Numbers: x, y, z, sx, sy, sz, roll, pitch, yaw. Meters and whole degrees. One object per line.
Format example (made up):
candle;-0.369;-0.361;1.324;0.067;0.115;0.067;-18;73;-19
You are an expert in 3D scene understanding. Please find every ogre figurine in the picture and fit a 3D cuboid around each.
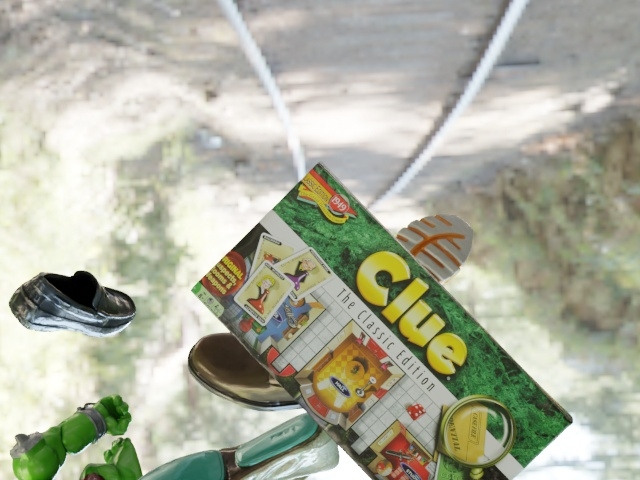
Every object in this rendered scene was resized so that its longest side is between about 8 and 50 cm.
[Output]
ogre figurine;-0.211;0.232;1.213;0.118;0.197;0.097;8;-176;-41

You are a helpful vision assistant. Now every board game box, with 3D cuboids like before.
board game box;0.042;0.081;1.019;0.136;0.260;0.030;-45;174;4

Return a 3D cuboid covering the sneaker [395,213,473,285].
sneaker;0.097;0.055;1.653;0.084;0.215;0.083;40;168;17

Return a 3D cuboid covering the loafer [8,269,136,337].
loafer;-0.312;0.079;1.865;0.078;0.076;0.223;-48;155;18

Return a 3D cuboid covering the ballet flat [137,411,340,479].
ballet flat;-0.063;0.187;1.103;0.168;0.052;0.057;-21;-149;8

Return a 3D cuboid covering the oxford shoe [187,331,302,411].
oxford shoe;-0.018;0.109;1.309;0.227;0.083;0.096;6;140;15
